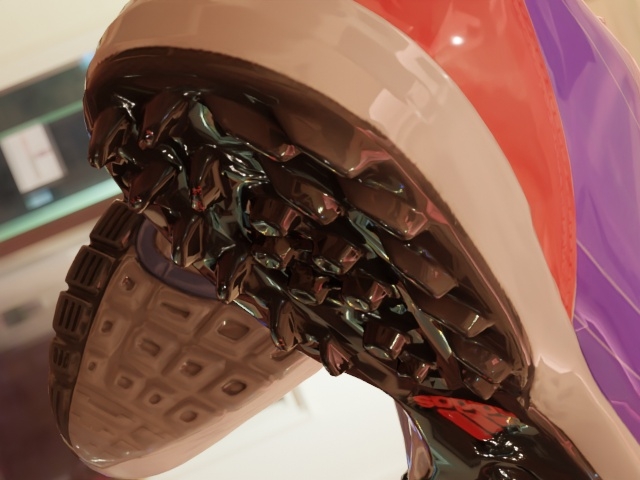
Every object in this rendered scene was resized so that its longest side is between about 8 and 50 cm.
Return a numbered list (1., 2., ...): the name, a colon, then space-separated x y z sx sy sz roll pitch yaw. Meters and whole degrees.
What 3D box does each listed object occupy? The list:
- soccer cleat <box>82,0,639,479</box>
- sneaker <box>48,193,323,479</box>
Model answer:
1. soccer cleat: 0.058 0.013 0.494 0.108 0.116 0.318 7 -30 35
2. sneaker: 0.000 0.000 0.821 0.111 0.297 0.129 31 -34 20
